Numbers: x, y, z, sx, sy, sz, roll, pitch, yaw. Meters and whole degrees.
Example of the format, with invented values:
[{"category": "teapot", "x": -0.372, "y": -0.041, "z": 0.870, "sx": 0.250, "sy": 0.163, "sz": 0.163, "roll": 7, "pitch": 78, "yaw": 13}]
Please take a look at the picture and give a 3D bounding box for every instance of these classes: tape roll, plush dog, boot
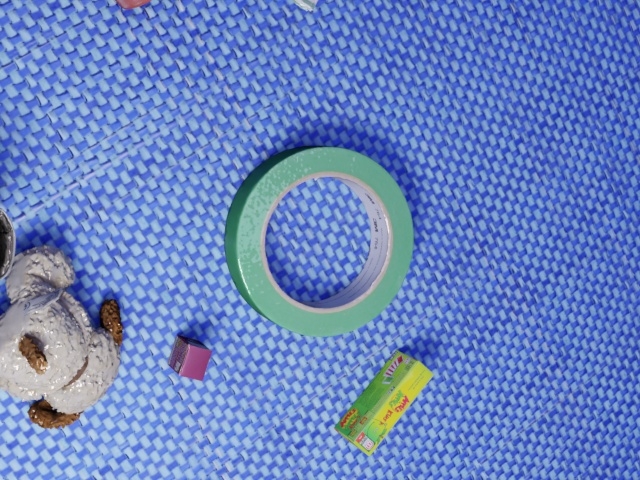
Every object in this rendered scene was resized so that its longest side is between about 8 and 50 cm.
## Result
[{"category": "tape roll", "x": 0.000, "y": 0.000, "z": 1.760, "sx": 0.321, "sy": 0.077, "sz": 0.321, "roll": -2, "pitch": 96, "yaw": -21}, {"category": "plush dog", "x": -0.397, "y": 0.172, "z": 1.578, "sx": 0.262, "sy": 0.210, "sz": 0.225, "roll": -56, "pitch": 138, "yaw": -6}, {"category": "boot", "x": -0.491, "y": -0.047, "z": 1.485, "sx": 0.076, "sy": 0.208, "sz": 0.189, "roll": -11, "pitch": 100, "yaw": -21}]

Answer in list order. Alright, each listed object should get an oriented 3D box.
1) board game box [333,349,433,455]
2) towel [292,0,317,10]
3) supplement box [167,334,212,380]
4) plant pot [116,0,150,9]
[{"category": "board game box", "x": 0.110, "y": 0.284, "z": 1.827, "sx": 0.043, "sy": 0.092, "sz": 0.181, "roll": 44, "pitch": 80, "yaw": -20}, {"category": "towel", "x": -0.024, "y": -0.473, "z": 1.724, "sx": 0.113, "sy": 0.023, "sz": 0.152, "roll": 32, "pitch": 84, "yaw": -23}, {"category": "supplement box", "x": -0.214, "y": 0.190, "z": 1.692, "sx": 0.043, "sy": 0.083, "sz": 0.055, "roll": 19, "pitch": 90, "yaw": -22}, {"category": "plant pot", "x": -0.286, "y": -0.500, "z": 1.503, "sx": 0.272, "sy": 0.272, "sz": 0.265, "roll": -43, "pitch": 118, "yaw": -12}]
